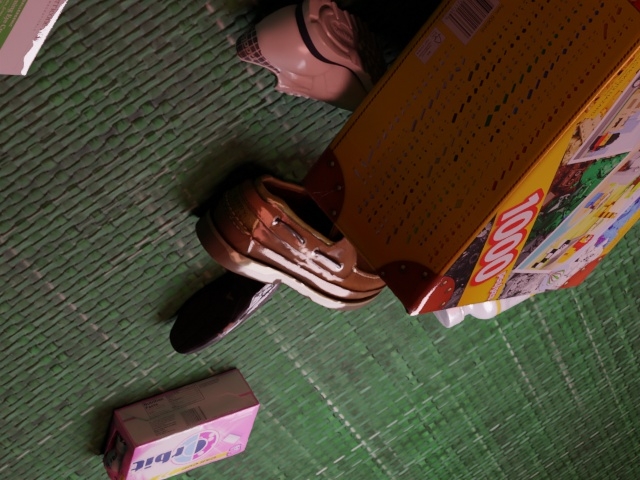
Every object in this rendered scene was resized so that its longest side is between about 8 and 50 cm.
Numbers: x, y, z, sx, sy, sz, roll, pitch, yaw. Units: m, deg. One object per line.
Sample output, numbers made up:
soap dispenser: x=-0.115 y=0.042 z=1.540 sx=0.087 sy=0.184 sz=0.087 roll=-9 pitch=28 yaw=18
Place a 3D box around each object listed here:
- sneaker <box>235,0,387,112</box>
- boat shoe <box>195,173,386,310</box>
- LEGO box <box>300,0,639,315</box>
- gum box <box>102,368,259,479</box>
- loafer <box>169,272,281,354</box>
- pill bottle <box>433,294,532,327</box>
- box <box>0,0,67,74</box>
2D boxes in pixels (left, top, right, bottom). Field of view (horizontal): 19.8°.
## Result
sneaker: x=0.002 y=-0.177 z=1.848 sx=0.095 sy=0.090 sz=0.235 roll=-22 pitch=155 yaw=18
boat shoe: x=0.000 y=0.000 z=2.066 sx=0.104 sy=0.110 sz=0.307 roll=-45 pitch=149 yaw=22
LEGO box: x=0.273 y=-0.174 z=1.862 sx=0.372 sy=0.193 sz=0.500 roll=-7 pitch=141 yaw=-54
gum box: x=-0.179 y=0.240 z=2.299 sx=0.188 sy=0.062 sz=0.107 roll=-17 pitch=147 yaw=-28
loafer: x=-0.101 y=0.076 z=2.135 sx=0.170 sy=0.062 sz=0.061 roll=-38 pitch=156 yaw=11
pill bottle: x=0.226 y=0.038 z=2.362 sx=0.184 sy=0.103 sz=0.103 roll=-27 pitch=151 yaw=-12
box: x=-0.274 y=-0.203 z=1.488 sx=0.087 sy=0.102 sz=0.101 roll=-3 pitch=137 yaw=-46
